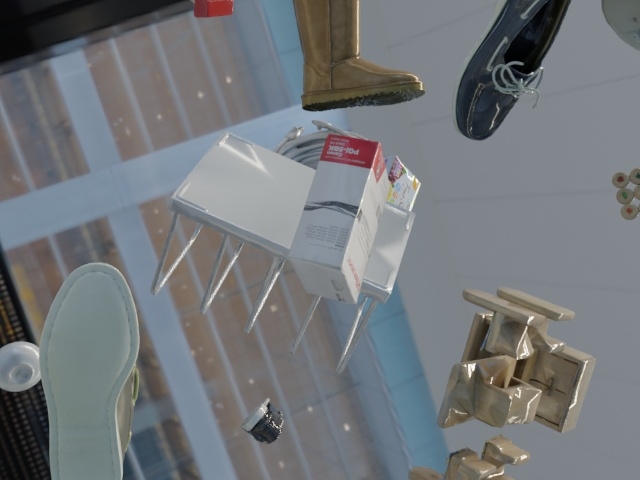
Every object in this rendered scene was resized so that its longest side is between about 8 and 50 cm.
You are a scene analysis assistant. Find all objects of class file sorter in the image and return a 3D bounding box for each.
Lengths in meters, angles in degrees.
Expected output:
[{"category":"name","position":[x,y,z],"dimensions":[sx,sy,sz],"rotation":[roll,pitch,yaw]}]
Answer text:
[{"category":"file sorter","position":[-0.050,0.020,1.169],"dimensions":[0.278,0.193,0.173],"rotation":[23,-55,1]}]

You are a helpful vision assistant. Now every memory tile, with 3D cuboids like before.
[{"category":"memory tile","position":[0.707,-0.108,1.938],"dimensions":[0.012,0.148,0.113],"rotation":[36,43,-66]}]

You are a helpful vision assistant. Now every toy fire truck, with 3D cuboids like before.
[{"category":"toy fire truck","position":[-0.203,-0.429,1.409],"dimensions":[0.192,0.047,0.135],"rotation":[35,-49,45]}]

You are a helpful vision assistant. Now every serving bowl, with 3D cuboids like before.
[{"category":"serving bowl","position":[-0.458,0.197,1.380],"dimensions":[0.027,0.083,0.083],"rotation":[40,-35,52]}]

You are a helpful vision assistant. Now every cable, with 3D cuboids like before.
[{"category":"cable","position":[-0.007,-0.106,1.671],"dimensions":[0.257,0.257,0.089],"rotation":[24,-35,40]}]

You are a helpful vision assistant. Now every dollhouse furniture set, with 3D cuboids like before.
[{"category":"dollhouse furniture set","position":[0.318,0.263,1.744],"dimensions":[0.256,0.394,0.362],"rotation":[22,-78,37]}]

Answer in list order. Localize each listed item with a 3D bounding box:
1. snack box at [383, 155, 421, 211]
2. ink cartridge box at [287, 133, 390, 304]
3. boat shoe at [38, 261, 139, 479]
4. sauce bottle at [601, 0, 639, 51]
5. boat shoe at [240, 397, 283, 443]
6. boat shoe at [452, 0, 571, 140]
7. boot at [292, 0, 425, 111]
[{"category":"snack box","position":[0.142,-0.083,1.805],"dimensions":[0.037,0.141,0.100],"rotation":[-1,-33,41]},{"category":"ink cartridge box","position":[0.020,-0.019,0.881],"dimensions":[0.056,0.135,0.099],"rotation":[12,-22,15]},{"category":"boat shoe","position":[-0.269,0.162,1.068],"dimensions":[0.091,0.109,0.305],"rotation":[-112,-153,-72]},{"category":"sauce bottle","position":[0.225,-0.239,0.401],"dimensions":[0.111,0.344,0.111],"rotation":[24,-9,4]},{"category":"boat shoe","position":[-0.062,0.204,1.018],"dimensions":[0.038,0.046,0.125],"rotation":[42,-11,2]},{"category":"boat shoe","position":[0.256,-0.236,1.199],"dimensions":[0.079,0.095,0.254],"rotation":[55,-51,45]},{"category":"boot","position":[0.061,-0.375,1.604],"dimensions":[0.089,0.236,0.269],"rotation":[13,74,-77]}]
